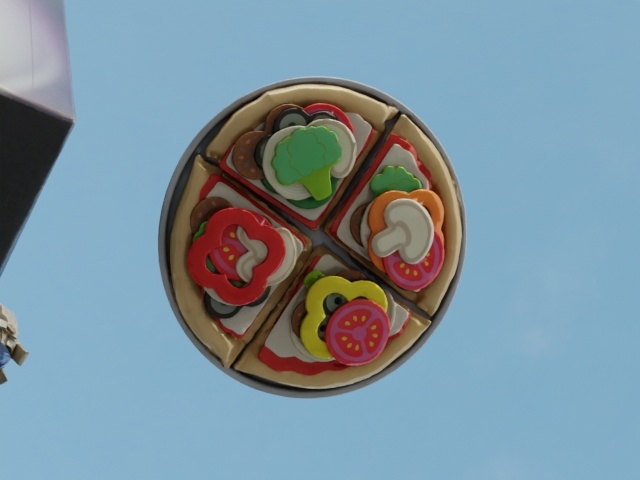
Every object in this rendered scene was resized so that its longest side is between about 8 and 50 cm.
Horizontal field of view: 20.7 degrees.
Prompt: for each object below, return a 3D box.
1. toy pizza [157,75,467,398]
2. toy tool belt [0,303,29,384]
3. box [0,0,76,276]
[{"bbox_3d":[0.000,0.000,1.078,0.201,0.032,0.201,-2,-83,-17],"label":"toy pizza"},{"bbox_3d":[-0.243,0.084,1.225,0.083,0.052,0.051,-34,-123,10],"label":"toy tool belt"},{"bbox_3d":[-0.315,-0.119,1.050,0.294,0.296,0.183,23,-67,-22],"label":"box"}]
